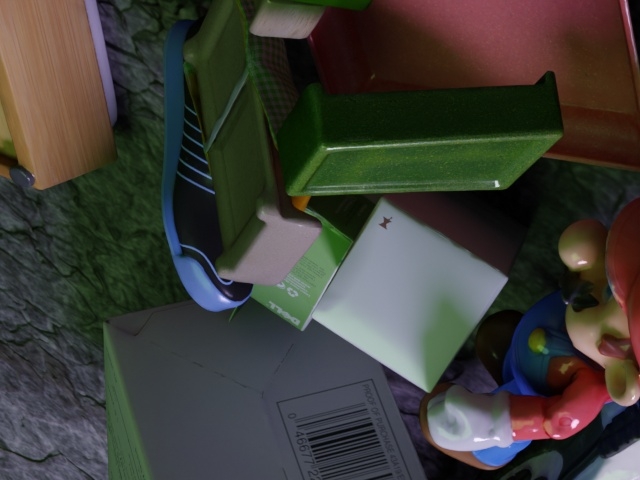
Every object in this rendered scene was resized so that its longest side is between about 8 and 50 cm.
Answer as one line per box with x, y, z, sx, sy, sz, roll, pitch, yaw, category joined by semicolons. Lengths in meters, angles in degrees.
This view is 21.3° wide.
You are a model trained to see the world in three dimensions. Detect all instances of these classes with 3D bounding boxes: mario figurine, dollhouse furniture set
0.172;0.047;1.178;0.170;0.198;0.320;12;155;-22;mario figurine
0.019;-0.103;1.133;0.151;0.197;0.301;-5;163;-17;dollhouse furniture set

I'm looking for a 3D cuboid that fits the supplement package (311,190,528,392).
0.077;0.022;1.254;0.105;0.179;0.105;33;105;5;supplement package

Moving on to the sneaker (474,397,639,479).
0.250;0.211;1.327;0.182;0.158;0.410;26;130;-15;sneaker

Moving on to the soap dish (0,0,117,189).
-0.297;-0.183;1.405;0.229;0.118;0.291;21;145;21;soap dish

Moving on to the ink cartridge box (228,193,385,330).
0.000;0.000;1.376;0.062;0.109;0.209;34;146;4;ink cartridge box

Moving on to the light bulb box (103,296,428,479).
-0.046;0.283;1.505;0.361;0.225;0.358;98;156;-53;light bulb box

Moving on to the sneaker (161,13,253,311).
-0.065;-0.062;1.299;0.090;0.081;0.232;-5;91;39;sneaker

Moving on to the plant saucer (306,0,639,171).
0.096;-0.172;1.140;0.259;0.048;0.258;11;139;31;plant saucer
